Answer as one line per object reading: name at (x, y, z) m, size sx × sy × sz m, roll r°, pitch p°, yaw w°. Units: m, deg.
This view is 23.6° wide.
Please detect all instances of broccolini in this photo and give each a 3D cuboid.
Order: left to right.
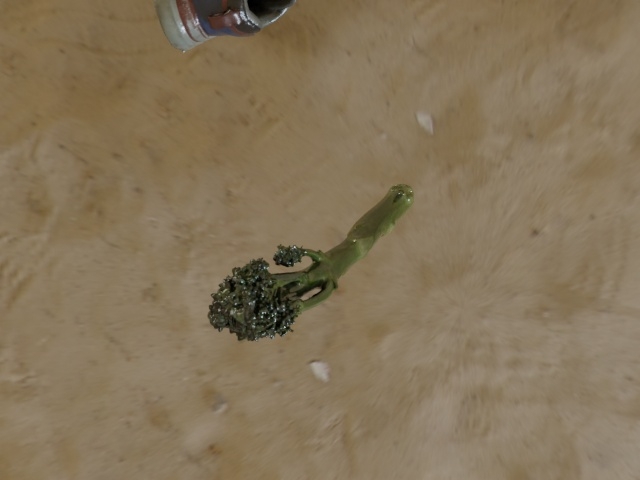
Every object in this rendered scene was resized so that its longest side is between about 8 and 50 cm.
broccolini at (0.005, 0.001, 1.520) m, size 0.079 × 0.392 × 0.074 m, roll 30°, pitch 120°, yaw 10°

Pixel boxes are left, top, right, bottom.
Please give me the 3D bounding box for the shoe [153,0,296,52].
shoe at (-0.066, -0.267, 1.504) m, size 0.126 × 0.227 × 0.099 m, roll -5°, pitch 122°, yaw 34°
